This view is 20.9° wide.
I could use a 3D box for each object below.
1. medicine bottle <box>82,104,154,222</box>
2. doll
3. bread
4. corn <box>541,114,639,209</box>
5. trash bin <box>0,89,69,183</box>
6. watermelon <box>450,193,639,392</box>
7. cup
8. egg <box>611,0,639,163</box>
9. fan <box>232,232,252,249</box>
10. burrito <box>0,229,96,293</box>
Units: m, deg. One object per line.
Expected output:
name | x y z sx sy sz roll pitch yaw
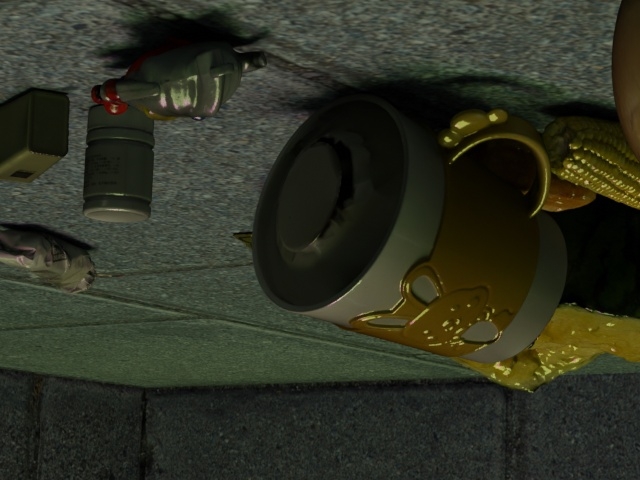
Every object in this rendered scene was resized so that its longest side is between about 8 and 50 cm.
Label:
medicine bottle | -0.171 -0.065 1.473 0.058 0.091 0.058 2 170 0
doll | -0.108 -0.115 1.265 0.104 0.062 0.195 8 175 -26
bread | 0.181 -0.062 1.535 0.132 0.053 0.074 9 168 -22
corn | 0.261 -0.063 1.468 0.206 0.067 0.067 12 166 -44
trash bin | -0.243 -0.088 1.451 0.043 0.061 0.092 7 166 -27
watermelon | 0.253 0.039 1.730 0.331 0.189 0.331 8 157 3
cup | 0.095 -0.014 1.413 0.226 0.185 0.241 25 128 -37
egg | 0.252 -0.096 0.912 0.201 0.201 0.244 1 -178 4
fan | 0.058 0.011 2.094 0.335 0.011 0.229 5 170 -15
burrito | -0.329 0.023 2.116 0.064 0.064 0.203 -1 168 18
